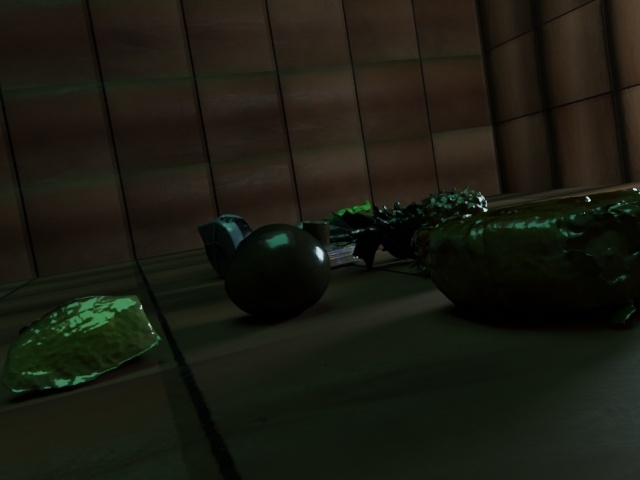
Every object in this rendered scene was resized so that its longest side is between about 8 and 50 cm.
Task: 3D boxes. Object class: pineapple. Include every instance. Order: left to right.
[{"bbox_3d":[0.210,-0.024,1.306,0.365,0.165,0.165,-11,5,-2],"label":"pineapple"},{"bbox_3d":[0.274,0.005,1.110,0.186,0.114,0.236,-10,2,-7],"label":"pineapple"}]

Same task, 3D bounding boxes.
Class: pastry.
[{"bbox_3d":[0.312,0.014,0.747,0.330,0.136,0.329,-10,4,1],"label":"pastry"}]

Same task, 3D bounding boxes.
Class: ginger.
[{"bbox_3d":[-0.335,0.147,0.759,0.193,0.115,0.122,-20,-12,-31],"label":"ginger"}]

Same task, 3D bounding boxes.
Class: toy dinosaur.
[{"bbox_3d":[0.058,-0.075,2.360,0.375,0.143,0.500,-13,-1,8],"label":"toy dinosaur"}]

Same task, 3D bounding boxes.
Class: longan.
[{"bbox_3d":[-0.076,0.054,0.946,0.187,0.167,0.167,-30,-2,18],"label":"longan"}]

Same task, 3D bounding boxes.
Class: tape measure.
[{"bbox_3d":[-0.264,0.016,1.584,0.107,0.181,0.181,-16,-3,-37],"label":"tape measure"}]

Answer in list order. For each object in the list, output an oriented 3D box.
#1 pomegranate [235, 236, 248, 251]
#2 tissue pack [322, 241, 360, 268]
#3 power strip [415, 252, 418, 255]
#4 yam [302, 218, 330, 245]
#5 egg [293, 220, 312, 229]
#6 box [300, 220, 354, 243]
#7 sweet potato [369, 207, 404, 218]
[{"bbox_3d":[-0.171,0.057,1.406,0.122,0.122,0.161,-6,33,33],"label":"pomegranate"},{"bbox_3d":[0.013,0.043,1.446,0.148,0.060,0.109,-12,4,-38],"label":"tissue pack"},{"bbox_3d":[0.295,-0.011,1.433,0.286,0.080,0.048,-12,7,-21],"label":"power strip"},{"bbox_3d":[-0.007,0.004,1.583,0.084,0.127,0.084,-7,9,1],"label":"yam"},{"bbox_3d":[-0.051,-0.024,2.118,0.135,0.103,0.103,-7,4,-6],"label":"egg"},{"bbox_3d":[0.000,0.000,1.817,0.351,0.090,0.359,-10,7,-12],"label":"box"},{"bbox_3d":[0.211,-0.050,2.006,0.386,0.109,0.109,-14,2,30],"label":"sweet potato"}]
